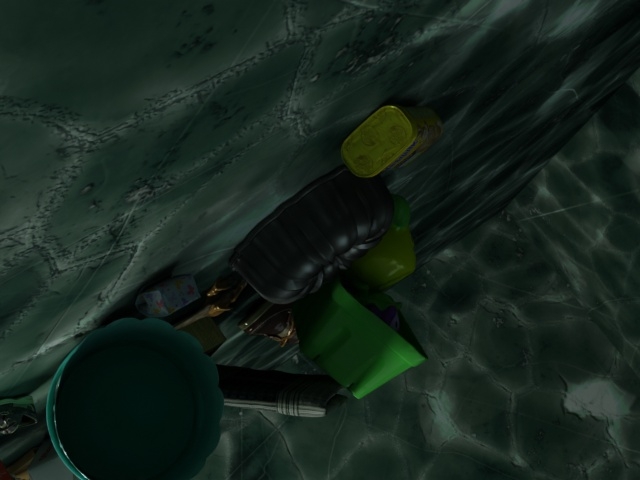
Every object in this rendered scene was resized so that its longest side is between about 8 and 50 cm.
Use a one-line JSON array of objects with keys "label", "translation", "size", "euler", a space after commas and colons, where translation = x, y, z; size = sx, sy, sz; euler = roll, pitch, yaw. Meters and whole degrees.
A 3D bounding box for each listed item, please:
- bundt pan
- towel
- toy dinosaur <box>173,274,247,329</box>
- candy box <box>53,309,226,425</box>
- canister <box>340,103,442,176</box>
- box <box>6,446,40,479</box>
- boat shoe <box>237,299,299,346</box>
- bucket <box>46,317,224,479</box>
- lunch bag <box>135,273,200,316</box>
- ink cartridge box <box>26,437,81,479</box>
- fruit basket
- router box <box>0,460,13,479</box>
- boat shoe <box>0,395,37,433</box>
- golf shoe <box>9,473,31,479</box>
[{"label": "bundt pan", "translation": [0.000, 0.000, 1.694], "size": [0.331, 0.124, 0.331], "euler": [-35, 170, -7]}, {"label": "towel", "translation": [-0.112, 0.300, 1.852], "size": [0.312, 0.056, 0.324], "euler": [4, 180, 10]}, {"label": "toy dinosaur", "translation": [-0.204, 0.125, 1.740], "size": [0.211, 0.064, 0.112], "euler": [-31, 170, -27]}, {"label": "candy box", "translation": [-0.350, 0.262, 1.788], "size": [0.316, 0.087, 0.183], "euler": [-30, 169, -38]}, {"label": "canister", "translation": [0.120, -0.163, 1.500], "size": [0.126, 0.073, 0.170], "euler": [-41, 171, 25]}, {"label": "box", "translation": [-0.663, 0.512, 2.060], "size": [0.201, 0.021, 0.164], "euler": [-37, 168, 8]}, {"label": "boat shoe", "translation": [-0.081, 0.194, 2.297], "size": [0.123, 0.123, 0.342], "euler": [-40, 170, 18]}, {"label": "bucket", "translation": [-0.303, 0.273, 1.506], "size": [0.281, 0.281, 0.183], "euler": [-32, 177, -24]}, {"label": "lunch bag", "translation": [-0.242, 0.084, 1.451], "size": [0.071, 0.053, 0.083], "euler": [-29, -167, -40]}, {"label": "ink cartridge box", "translation": [-0.425, 0.423, 1.909], "size": [0.289, 0.121, 0.211], "euler": [-26, -173, -2]}, {"label": "fruit basket", "translation": [0.111, 0.095, 1.969], "size": [0.392, 0.283, 0.392], "euler": [-46, -166, 14]}, {"label": "router box", "translation": [-0.658, 0.601, 1.682], "size": [0.335, 0.301, 0.082], "euler": [-38, 170, 2]}, {"label": "boat shoe", "translation": [-0.499, 0.282, 1.487], "size": [0.056, 0.049, 0.152], "euler": [-39, 169, 15]}, {"label": "golf shoe", "translation": [-0.638, 0.539, 1.944], "size": [0.306, 0.115, 0.140], "euler": [-13, 116, -61]}]
